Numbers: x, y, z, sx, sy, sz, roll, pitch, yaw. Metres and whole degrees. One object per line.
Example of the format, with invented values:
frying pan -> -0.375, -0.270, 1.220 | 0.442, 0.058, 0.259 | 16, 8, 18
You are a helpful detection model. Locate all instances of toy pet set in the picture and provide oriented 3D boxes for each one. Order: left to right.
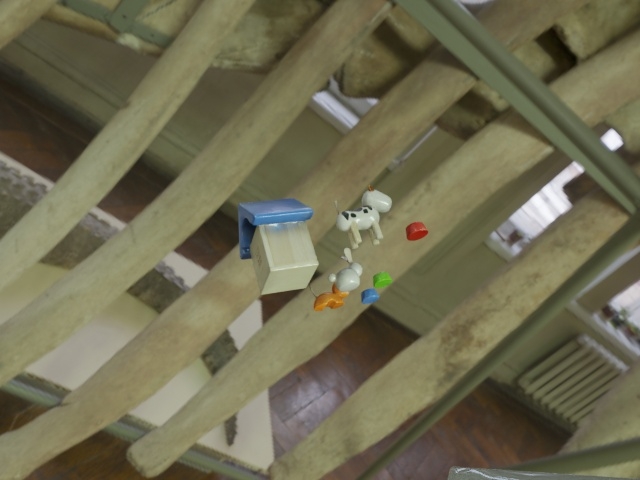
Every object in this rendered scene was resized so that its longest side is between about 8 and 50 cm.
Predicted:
toy pet set -> 0.000, 0.000, 0.481 | 0.114, 0.122, 0.065 | -7, 63, -20

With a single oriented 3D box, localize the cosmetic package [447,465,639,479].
cosmetic package -> 0.207, 0.249, 0.481 | 0.127, 0.237, 0.107 | -45, 125, -61
